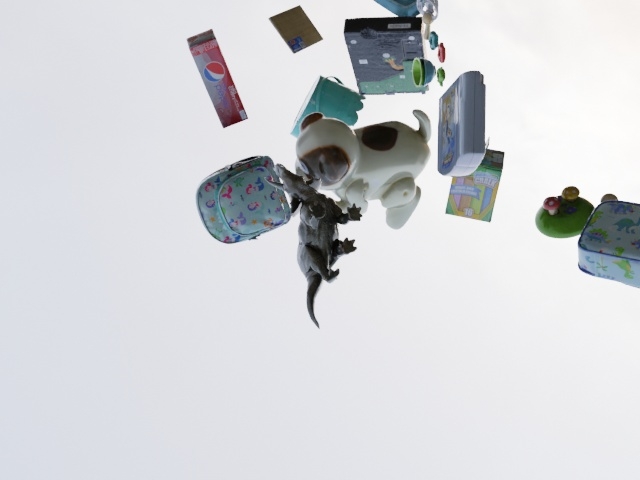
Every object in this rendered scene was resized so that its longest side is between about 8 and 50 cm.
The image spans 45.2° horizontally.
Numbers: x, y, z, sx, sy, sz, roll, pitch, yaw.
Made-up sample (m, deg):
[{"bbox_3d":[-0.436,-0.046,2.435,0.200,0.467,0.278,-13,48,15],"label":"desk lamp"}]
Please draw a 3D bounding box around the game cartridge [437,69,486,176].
[{"bbox_3d":[0.301,-0.238,1.672,0.062,0.198,0.297,5,178,-1],"label":"game cartridge"}]

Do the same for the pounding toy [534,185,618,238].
[{"bbox_3d":[0.752,-0.102,2.300,0.237,0.110,0.183,3,-136,33],"label":"pounding toy"}]

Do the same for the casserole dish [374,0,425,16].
[{"bbox_3d":[0.240,-0.759,2.385,0.114,0.037,0.188,-40,-115,-21],"label":"casserole dish"}]

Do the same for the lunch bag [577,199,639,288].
[{"bbox_3d":[0.622,0.008,1.482,0.219,0.090,0.176,14,-129,33],"label":"lunch bag"}]

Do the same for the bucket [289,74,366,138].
[{"bbox_3d":[0.023,-0.445,2.746,0.183,0.281,0.281,26,-148,-10],"label":"bucket"}]

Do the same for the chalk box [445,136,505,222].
[{"bbox_3d":[0.425,-0.179,2.101,0.132,0.213,0.132,11,-149,10],"label":"chalk box"}]

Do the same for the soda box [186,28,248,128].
[{"bbox_3d":[-0.294,-0.461,2.201,0.083,0.263,0.092,-21,-146,-2],"label":"soda box"}]

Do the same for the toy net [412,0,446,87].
[{"bbox_3d":[0.238,-0.457,1.703,0.045,0.232,0.122,-6,-167,-8],"label":"toy net"}]

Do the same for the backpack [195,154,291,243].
[{"bbox_3d":[-0.225,-0.108,2.183,0.254,0.225,0.191,-20,-167,-4],"label":"backpack"}]

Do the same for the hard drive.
[{"bbox_3d":[0.214,-0.570,2.399,0.237,0.339,0.064,2,-113,14],"label":"hard drive"}]

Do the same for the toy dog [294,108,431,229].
[{"bbox_3d":[0.109,-0.225,2.238,0.408,0.395,0.284,5,-124,-36],"label":"toy dog"}]

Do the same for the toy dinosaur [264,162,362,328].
[{"bbox_3d":[0.000,0.000,1.433,0.121,0.313,0.160,-12,-174,-20],"label":"toy dinosaur"}]

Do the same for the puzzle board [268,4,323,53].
[{"bbox_3d":[-0.055,-0.476,1.739,0.096,0.011,0.128,55,-137,-5],"label":"puzzle board"}]
